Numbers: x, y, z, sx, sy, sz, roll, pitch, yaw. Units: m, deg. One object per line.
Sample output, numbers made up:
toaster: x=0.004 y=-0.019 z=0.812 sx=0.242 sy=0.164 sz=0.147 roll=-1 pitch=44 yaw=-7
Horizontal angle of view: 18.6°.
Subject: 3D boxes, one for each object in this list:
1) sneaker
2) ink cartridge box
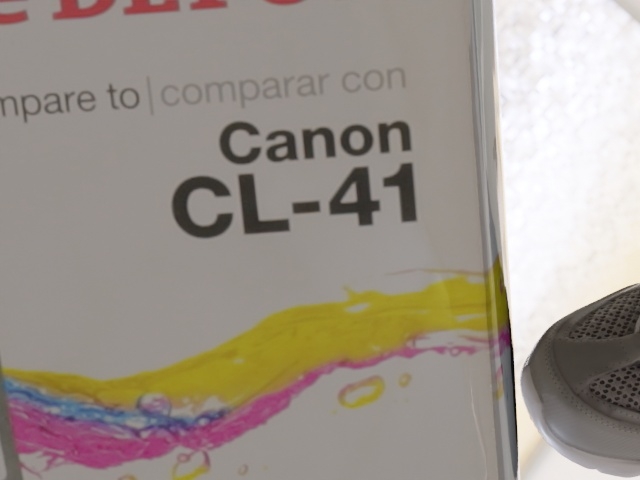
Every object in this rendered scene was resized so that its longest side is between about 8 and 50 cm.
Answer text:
sneaker: x=0.225 y=0.024 z=0.916 sx=0.281 sy=0.115 sz=0.105 roll=-16 pitch=-127 yaw=-10
ink cartridge box: x=-0.055 y=0.029 z=0.576 sx=0.226 sy=0.306 sz=0.131 roll=-4 pitch=-158 yaw=6
